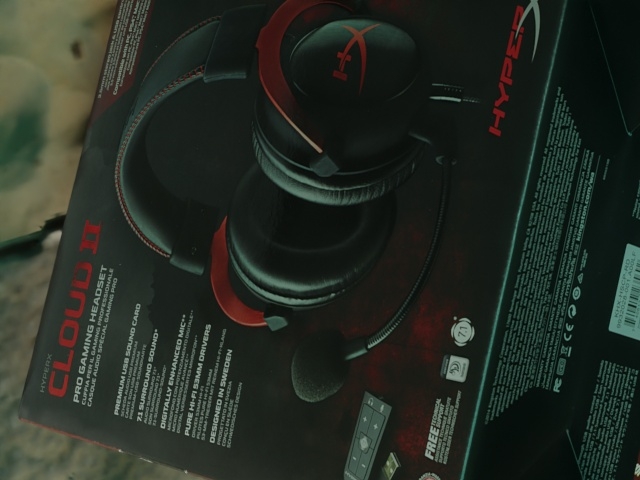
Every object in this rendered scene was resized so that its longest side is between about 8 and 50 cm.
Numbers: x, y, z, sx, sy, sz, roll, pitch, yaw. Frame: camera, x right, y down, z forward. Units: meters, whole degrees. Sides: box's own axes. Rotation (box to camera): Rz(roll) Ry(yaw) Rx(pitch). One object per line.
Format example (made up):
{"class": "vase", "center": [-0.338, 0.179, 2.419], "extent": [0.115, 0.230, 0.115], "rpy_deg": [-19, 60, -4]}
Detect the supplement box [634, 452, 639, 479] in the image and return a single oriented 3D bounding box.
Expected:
{"class": "supplement box", "center": [0.118, 0.017, 0.775], "extent": [0.129, 0.191, 0.194], "rpy_deg": [37, 84, -44]}

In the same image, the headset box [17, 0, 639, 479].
{"class": "headset box", "center": [0.000, 0.000, 0.694], "extent": [0.110, 0.293, 0.218], "rpy_deg": [17, 85, -44]}
